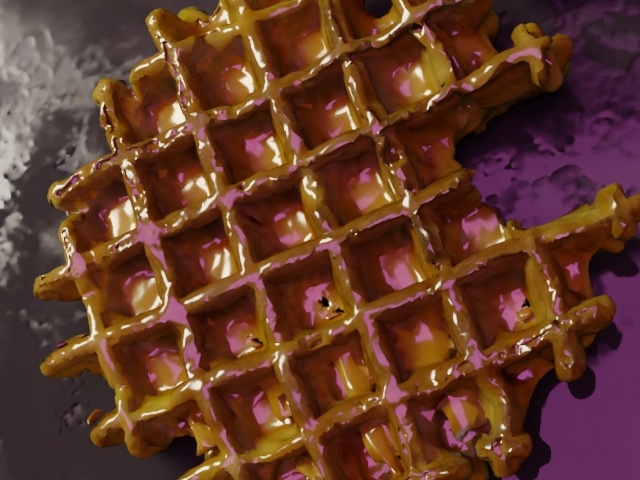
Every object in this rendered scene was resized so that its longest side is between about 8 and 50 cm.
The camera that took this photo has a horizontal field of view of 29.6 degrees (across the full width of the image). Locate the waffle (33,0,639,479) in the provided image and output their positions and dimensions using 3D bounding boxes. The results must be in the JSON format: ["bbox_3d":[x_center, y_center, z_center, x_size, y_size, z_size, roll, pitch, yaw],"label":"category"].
[{"bbox_3d":[0.000,0.000,0.471,0.229,0.051,0.231,25,87,19],"label":"waffle"}]
